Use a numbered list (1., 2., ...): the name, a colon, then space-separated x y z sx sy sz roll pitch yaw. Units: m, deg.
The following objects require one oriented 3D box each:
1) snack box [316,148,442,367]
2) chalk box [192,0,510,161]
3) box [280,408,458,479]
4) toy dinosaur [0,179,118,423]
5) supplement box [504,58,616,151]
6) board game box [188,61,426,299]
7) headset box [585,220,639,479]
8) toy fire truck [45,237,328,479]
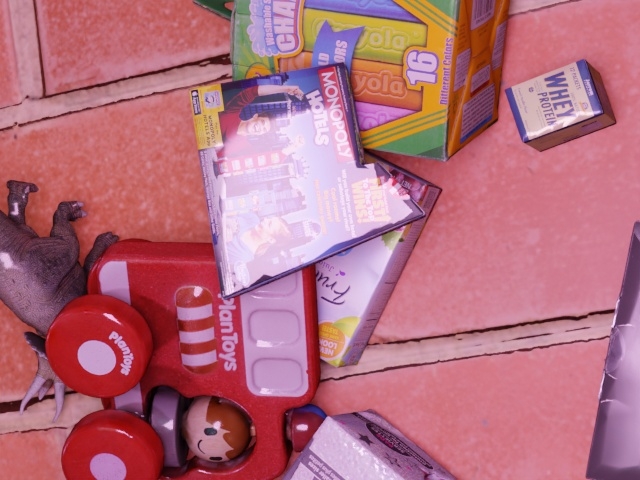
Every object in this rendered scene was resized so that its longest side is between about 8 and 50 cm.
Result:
1. snack box: 0.000 0.000 1.518 0.174 0.070 0.207 27 98 19
2. chalk box: 0.021 -0.201 1.440 0.288 0.180 0.179 11 112 21
3. box: 0.076 0.299 1.435 0.247 0.142 0.163 38 100 17
4. toy dinosaur: -0.288 0.035 1.549 0.121 0.314 0.160 -6 47 9
5. supplement box: 0.233 -0.129 1.432 0.083 0.083 0.056 -21 80 18
6. board game box: -0.007 -0.056 1.347 0.194 0.060 0.194 -9 89 4
7. headset box: 0.317 0.103 1.278 0.110 0.293 0.218 11 90 20
8. toy fire truck: -0.120 0.136 1.479 0.253 0.169 0.302 1 114 10
